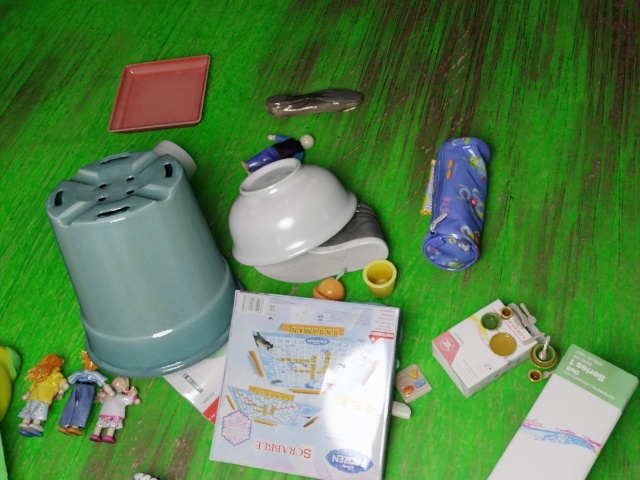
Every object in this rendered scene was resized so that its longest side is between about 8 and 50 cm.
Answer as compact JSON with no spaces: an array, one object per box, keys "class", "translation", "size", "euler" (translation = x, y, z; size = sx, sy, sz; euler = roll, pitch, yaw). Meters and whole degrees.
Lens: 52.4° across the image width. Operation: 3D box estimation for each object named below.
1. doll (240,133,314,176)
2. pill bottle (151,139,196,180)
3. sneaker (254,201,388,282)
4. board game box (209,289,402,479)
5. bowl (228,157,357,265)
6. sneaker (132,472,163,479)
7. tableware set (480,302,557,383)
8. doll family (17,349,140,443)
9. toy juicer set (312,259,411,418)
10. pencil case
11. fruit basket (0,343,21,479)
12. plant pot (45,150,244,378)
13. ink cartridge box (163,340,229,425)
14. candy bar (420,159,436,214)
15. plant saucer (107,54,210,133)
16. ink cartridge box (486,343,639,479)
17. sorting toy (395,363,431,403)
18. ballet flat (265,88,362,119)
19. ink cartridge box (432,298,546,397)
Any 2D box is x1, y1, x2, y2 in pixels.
[{"class":"doll","translation":[-0.102,-0.214,1.607],"size":[0.189,0.046,0.129],"euler":[-27,57,-6]},{"class":"pill bottle","translation":[-0.419,-0.105,1.536],"size":[0.152,0.152,0.272],"euler":[24,65,24]},{"class":"sneaker","translation":[0.000,0.000,1.422],"size":[0.296,0.104,0.146],"euler":[-10,42,12]},{"class":"board game box","translation":[-0.024,0.266,1.201],"size":[0.319,0.066,0.317],"euler":[6,79,15]},{"class":"bowl","translation":[-0.082,-0.084,1.387],"size":[0.298,0.134,0.297],"euler":[-21,26,11]},{"class":"sneaker","translation":[-0.257,0.501,1.144],"size":[0.237,0.095,0.104],"euler":[26,73,24]},{"class":"tableware set","translation":[0.362,0.186,1.181],"size":[0.104,0.024,0.154],"euler":[-22,59,-4]},{"class":"doll family","translation":[-0.501,0.303,1.302],"size":[0.263,0.118,0.163],"euler":[1,57,12]},{"class":"toy juicer set","translation":[0.057,0.189,1.275],"size":[0.209,0.089,0.328],"euler":[-7,54,7]},{"class":"pencil case","translation":[0.291,-0.086,1.393],"size":[0.119,0.133,0.306],"euler":[-17,46,41]},{"class":"fruit basket","translation":[-0.733,0.360,1.259],"size":[0.393,0.392,0.282],"euler":[-9,90,6]},{"class":"plant pot","translation":[-0.345,0.028,1.266],"size":[0.342,0.334,0.341],"euler":[-7,35,5]},{"class":"ink cartridge box","translation":[-0.191,0.266,1.306],"size":[0.225,0.056,0.181],"euler":[34,69,30]},{"class":"candy bar","translation":[0.261,-0.120,1.488],"size":[0.040,0.018,0.161],"euler":[8,58,17]},{"class":"plant saucer","translation":[-0.434,-0.394,1.793],"size":[0.259,0.047,0.258],"euler":[-5,56,9]},{"class":"ink cartridge box","translation":[0.379,0.338,1.050],"size":[0.117,0.201,0.278],"euler":[30,68,27]},{"class":"sorting toy","translation":[0.163,0.280,1.247],"size":[0.083,0.012,0.062],"euler":[-28,56,-7]},{"class":"ballet flat","translation":[-0.017,-0.347,1.678],"size":[0.250,0.058,0.084],"euler":[-5,34,2]},{"class":"ink cartridge box","translation":[0.325,0.194,1.237],"size":[0.198,0.067,0.115],"euler":[-30,58,-10]}]
